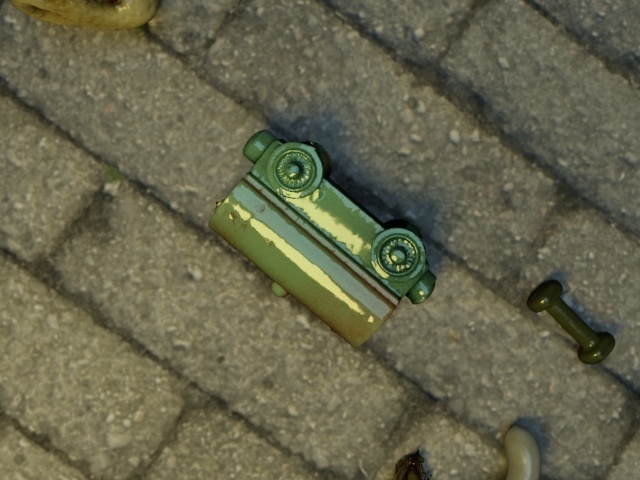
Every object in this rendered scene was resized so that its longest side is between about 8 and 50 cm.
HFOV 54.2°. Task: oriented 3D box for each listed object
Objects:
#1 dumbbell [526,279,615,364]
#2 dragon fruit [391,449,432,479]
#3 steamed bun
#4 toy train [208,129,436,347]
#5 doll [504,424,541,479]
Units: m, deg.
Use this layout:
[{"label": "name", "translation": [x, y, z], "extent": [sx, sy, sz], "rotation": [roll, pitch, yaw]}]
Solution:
[{"label": "dumbbell", "translation": [0.320, 0.104, 0.799], "extent": [0.052, 0.046, 0.118], "rotation": [-44, 91, -8]}, {"label": "dragon fruit", "translation": [0.071, 0.372, 0.760], "extent": [0.126, 0.125, 0.246], "rotation": [29, 71, 11]}, {"label": "steamed bun", "translation": [-0.264, -0.307, 0.730], "extent": [0.155, 0.172, 0.140], "rotation": [21, 99, -20]}, {"label": "toy train", "translation": [0.000, 0.000, 0.761], "extent": [0.285, 0.116, 0.177], "rotation": [40, 100, -3]}, {"label": "doll", "translation": [0.256, 0.396, 0.759], "extent": [0.243, 0.159, 0.310], "rotation": [12, 65, 10]}]
